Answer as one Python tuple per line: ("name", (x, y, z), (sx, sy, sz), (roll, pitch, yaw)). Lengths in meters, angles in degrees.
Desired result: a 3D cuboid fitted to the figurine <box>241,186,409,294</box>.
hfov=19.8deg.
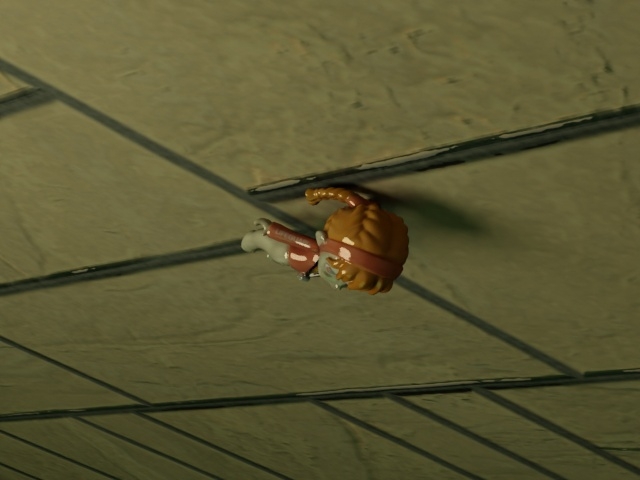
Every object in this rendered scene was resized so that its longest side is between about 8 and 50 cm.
("figurine", (0.000, 0.000, 0.861), (0.064, 0.047, 0.109), (19, 171, -32))
